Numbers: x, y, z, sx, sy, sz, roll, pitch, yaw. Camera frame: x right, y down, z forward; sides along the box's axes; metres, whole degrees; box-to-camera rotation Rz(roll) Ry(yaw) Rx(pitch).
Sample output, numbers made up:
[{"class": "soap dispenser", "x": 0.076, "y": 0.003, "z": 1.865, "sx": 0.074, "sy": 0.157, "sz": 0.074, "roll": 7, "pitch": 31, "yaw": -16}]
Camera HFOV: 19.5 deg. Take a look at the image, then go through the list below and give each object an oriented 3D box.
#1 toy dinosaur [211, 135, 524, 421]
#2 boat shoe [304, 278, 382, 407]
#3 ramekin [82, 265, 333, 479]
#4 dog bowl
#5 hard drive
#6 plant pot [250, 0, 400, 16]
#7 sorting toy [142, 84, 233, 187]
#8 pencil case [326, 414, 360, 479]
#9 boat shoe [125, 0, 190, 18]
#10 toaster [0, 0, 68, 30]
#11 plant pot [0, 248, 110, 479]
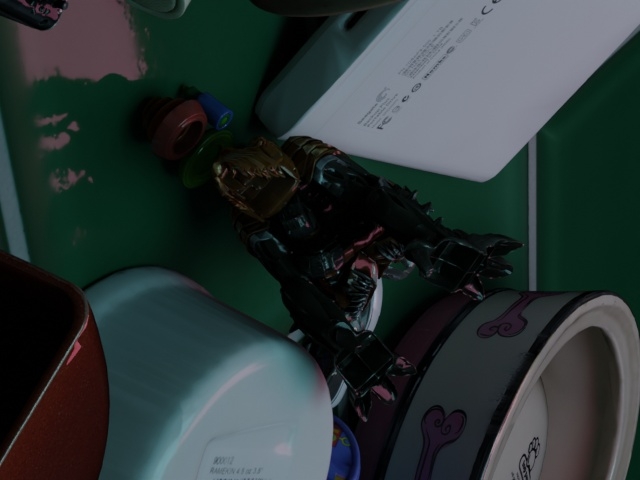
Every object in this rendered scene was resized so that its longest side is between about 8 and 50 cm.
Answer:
[{"class": "toy dinosaur", "x": 0.000, "y": 0.000, "z": 1.361, "sx": 0.322, "sy": 0.218, "sz": 0.164, "roll": -7, "pitch": 136, "yaw": -52}, {"class": "boat shoe", "x": 0.013, "y": 0.081, "z": 1.583, "sx": 0.040, "sy": 0.049, "sz": 0.142, "roll": 2, "pitch": 108, "yaw": -58}, {"class": "ramekin", "x": -0.110, "y": 0.169, "z": 1.353, "sx": 0.277, "sy": 0.135, "sz": 0.277, "roll": -35, "pitch": 135, "yaw": -44}, {"class": "dog bowl", "x": 0.159, "y": 0.226, "z": 1.778, "sx": 0.408, "sy": 0.150, "sz": 0.408, "roll": -37, "pitch": 135, "yaw": -49}, {"class": "hard drive", "x": 0.122, "y": -0.156, "z": 1.523, "sx": 0.233, "sy": 0.047, "sz": 0.353, "roll": -47, "pitch": 155, "yaw": 19}, {"class": "plant pot", "x": 0.030, "y": -0.307, "z": 1.230, "sx": 0.263, "sy": 0.263, "sz": 0.229, "roll": -45, "pitch": 122, "yaw": -36}, {"class": "sorting toy", "x": -0.097, "y": -0.080, "z": 1.329, "sx": 0.061, "sy": 0.042, "sz": 0.102, "roll": -49, "pitch": 159, "yaw": -5}, {"class": "pencil case", "x": -0.012, "y": 0.289, "z": 1.587, "sx": 0.133, "sy": 0.119, "sz": 0.306, "roll": -91, "pitch": 175, "yaw": -53}, {"class": "boat shoe", "x": -0.096, "y": -0.240, "z": 1.159, "sx": 0.079, "sy": 0.084, "sz": 0.233, "roll": -55, "pitch": 166, "yaw": -29}, {"class": "toaster", "x": -0.199, "y": -0.221, "z": 1.006, "sx": 0.186, "sy": 0.110, "sz": 0.168, "roll": 23, "pitch": 87, "yaw": -60}, {"class": "plant pot", "x": -0.263, "y": 0.131, "z": 0.992, "sx": 0.267, "sy": 0.267, "sz": 0.235, "roll": -61, "pitch": 161, "yaw": -15}]
